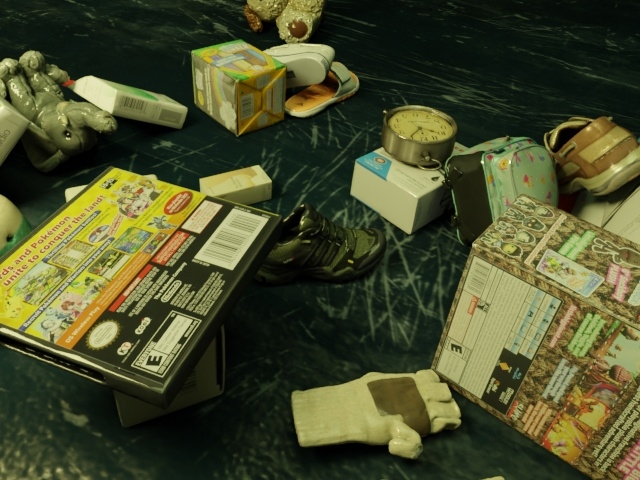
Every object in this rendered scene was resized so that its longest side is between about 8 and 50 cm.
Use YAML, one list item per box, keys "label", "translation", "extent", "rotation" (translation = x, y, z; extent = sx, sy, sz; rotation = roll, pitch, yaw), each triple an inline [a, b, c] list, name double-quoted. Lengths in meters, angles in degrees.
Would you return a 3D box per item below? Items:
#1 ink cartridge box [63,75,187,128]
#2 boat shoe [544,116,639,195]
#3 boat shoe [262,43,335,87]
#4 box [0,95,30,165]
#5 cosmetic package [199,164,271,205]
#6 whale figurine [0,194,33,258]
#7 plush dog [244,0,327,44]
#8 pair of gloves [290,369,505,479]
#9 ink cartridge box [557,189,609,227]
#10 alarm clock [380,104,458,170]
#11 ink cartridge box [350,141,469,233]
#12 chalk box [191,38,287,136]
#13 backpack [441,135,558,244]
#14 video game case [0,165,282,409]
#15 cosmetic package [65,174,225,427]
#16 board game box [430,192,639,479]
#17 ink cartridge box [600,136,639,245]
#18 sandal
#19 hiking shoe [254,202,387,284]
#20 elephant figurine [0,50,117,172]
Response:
- label: "ink cartridge box"
  translation: [-0.411, -0.303, 1.156]
  extent: [0.224, 0.056, 0.181]
  rotation: [34, 18, 28]
- label: "boat shoe"
  translation: [0.440, -0.154, 0.955]
  extent: [0.116, 0.123, 0.324]
  rotation: [51, 7, 0]
- label: "boat shoe"
  translation: [-0.084, -0.399, 1.298]
  extent: [0.257, 0.095, 0.084]
  rotation: [9, 52, 27]
- label: "box"
  translation: [-0.633, -0.176, 0.936]
  extent: [0.322, 0.058, 0.232]
  rotation: [36, 90, 32]
- label: "cosmetic package"
  translation: [-0.149, -0.091, 1.002]
  extent: [0.115, 0.041, 0.060]
  rotation: [-18, 46, -26]
- label: "whale figurine"
  translation: [-0.511, 0.038, 0.767]
  extent: [0.271, 0.141, 0.216]
  rotation: [-13, 37, 16]
- label: "plush dog"
  translation: [-0.099, -0.686, 1.605]
  extent: [0.225, 0.263, 0.210]
  rotation: [19, 8, 1]
- label: "pair of gloves"
  translation: [0.087, 0.250, 0.629]
  extent: [0.204, 0.042, 0.240]
  rotation: [-8, 44, -21]
- label: "ink cartridge box"
  translation: [0.470, -0.041, 1.006]
  extent: [0.232, 0.066, 0.189]
  rotation: [27, 45, 17]
- label: "alarm clock"
  translation: [0.172, -0.170, 0.980]
  extent: [0.129, 0.064, 0.192]
  rotation: [1, 37, -4]
- label: "ink cartridge box"
  translation: [0.179, -0.116, 1.035]
  extent: [0.203, 0.086, 0.148]
  rotation: [-30, 51, -34]
- label: "chalk box"
  translation: [-0.188, -0.341, 1.224]
  extent: [0.132, 0.133, 0.213]
  rotation: [-27, 51, -32]
- label: "backpack"
  translation: [0.313, -0.092, 0.953]
  extent: [0.144, 0.166, 0.188]
  rotation: [-7, 15, 43]
- label: "video game case"
  translation: [-0.207, 0.029, 0.630]
  extent: [0.248, 0.035, 0.275]
  rotation: [17, 43, 12]
- label: "cosmetic package"
  translation: [-0.230, 0.061, 0.731]
  extent: [0.129, 0.153, 0.296]
  rotation: [-14, 46, -23]
- label: "board game box"
  translation: [0.305, 0.123, 0.656]
  extent: [0.290, 0.232, 0.141]
  rotation: [31, 46, 26]
- label: "ink cartridge box"
  translation: [0.581, -0.001, 0.828]
  extent: [0.285, 0.166, 0.395]
  rotation: [36, 46, 5]
- label: "sandal"
  translation: [0.011, -0.365, 1.316]
  extent: [0.101, 0.076, 0.265]
  rotation: [24, 43, 20]
- label: "hiking shoe"
  translation: [0.000, 0.000, 0.855]
  extent: [0.226, 0.114, 0.086]
  rotation: [-9, 43, -16]
- label: "elephant figurine"
  translation: [-0.478, -0.207, 1.029]
  extent: [0.239, 0.186, 0.169]
  rotation: [43, 85, 4]
